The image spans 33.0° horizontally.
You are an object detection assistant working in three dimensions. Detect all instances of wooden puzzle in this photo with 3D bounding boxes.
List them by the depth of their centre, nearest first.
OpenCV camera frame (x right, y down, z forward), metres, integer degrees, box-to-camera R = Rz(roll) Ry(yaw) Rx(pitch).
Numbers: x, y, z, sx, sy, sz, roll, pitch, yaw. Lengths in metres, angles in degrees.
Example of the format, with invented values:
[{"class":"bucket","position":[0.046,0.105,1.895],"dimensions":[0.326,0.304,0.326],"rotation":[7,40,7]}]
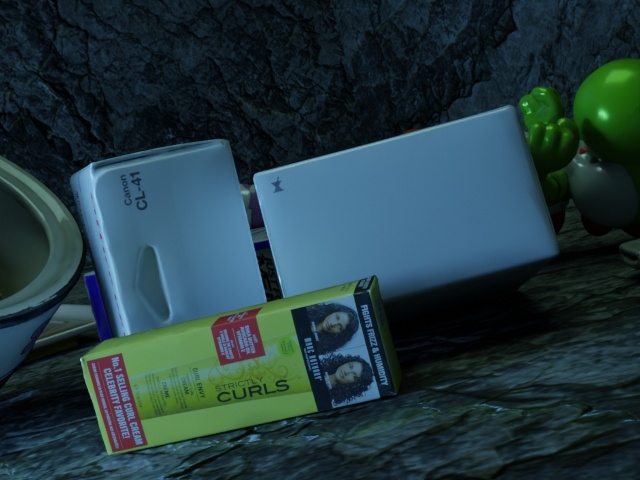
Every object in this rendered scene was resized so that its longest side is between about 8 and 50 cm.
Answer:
[{"class":"wooden puzzle","position":[-0.437,0.152,1.519],"dimensions":[0.239,0.044,0.221],"rotation":[-23,9,-30]}]

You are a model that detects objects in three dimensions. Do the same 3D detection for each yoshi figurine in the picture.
[{"class":"yoshi figurine","position":[0.238,-0.105,1.159],"dimensions":[0.362,0.203,0.203],"rotation":[-4,-24,24]}]

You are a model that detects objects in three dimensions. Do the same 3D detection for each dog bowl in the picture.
[{"class":"dog bowl","position":[-0.449,0.023,1.055],"dimensions":[0.408,0.150,0.408],"rotation":[19,24,-9]}]

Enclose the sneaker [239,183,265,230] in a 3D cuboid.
[{"class":"sneaker","position":[-0.116,-0.023,1.535],"dimensions":[0.161,0.102,0.282],"rotation":[10,-20,-6]}]

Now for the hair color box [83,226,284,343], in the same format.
[{"class":"hair color box","position":[-0.105,0.048,1.327],"dimensions":[0.339,0.110,0.185],"rotation":[-12,5,39]}]

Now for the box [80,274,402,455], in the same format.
[{"class":"box","position":[-0.060,0.096,0.830],"dimensions":[0.232,0.087,0.058],"rotation":[-13,6,11]}]

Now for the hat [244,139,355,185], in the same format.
[{"class":"hat","position":[-0.046,-0.050,2.007],"dimensions":[0.331,0.134,0.331],"rotation":[-27,17,9]}]

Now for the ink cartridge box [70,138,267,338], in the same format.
[{"class":"ink cartridge box","position":[-0.152,0.025,1.060],"dimensions":[0.131,0.226,0.306],"rotation":[-15,7,-16]}]

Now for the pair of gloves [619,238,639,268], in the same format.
[{"class":"pair of gloves","position":[0.377,-0.001,0.890],"dimensions":[0.204,0.042,0.240],"rotation":[-19,4,-4]}]

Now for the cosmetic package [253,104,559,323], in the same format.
[{"class":"cosmetic package","position":[0.071,-0.002,0.969],"dimensions":[0.224,0.138,0.224],"rotation":[-15,-11,0]}]
